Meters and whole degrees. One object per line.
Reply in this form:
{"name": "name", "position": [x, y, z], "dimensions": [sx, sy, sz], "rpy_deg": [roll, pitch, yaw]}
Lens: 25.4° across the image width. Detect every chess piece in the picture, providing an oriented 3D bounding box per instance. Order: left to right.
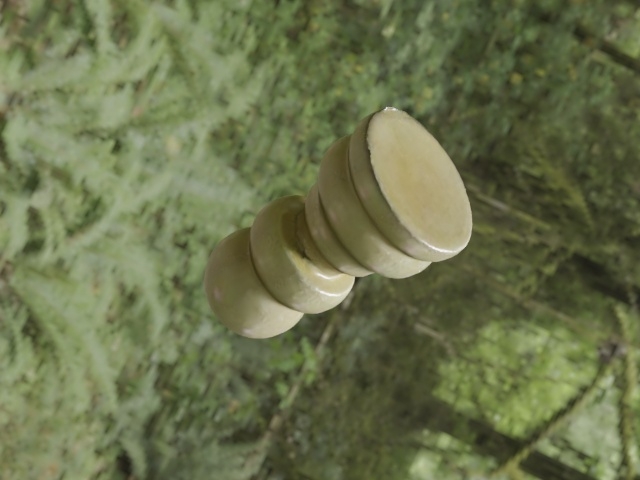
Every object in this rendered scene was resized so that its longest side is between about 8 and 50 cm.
{"name": "chess piece", "position": [0.000, 0.000, 0.854], "dimensions": [0.170, 0.094, 0.094], "rpy_deg": [-31, -166, 36]}
